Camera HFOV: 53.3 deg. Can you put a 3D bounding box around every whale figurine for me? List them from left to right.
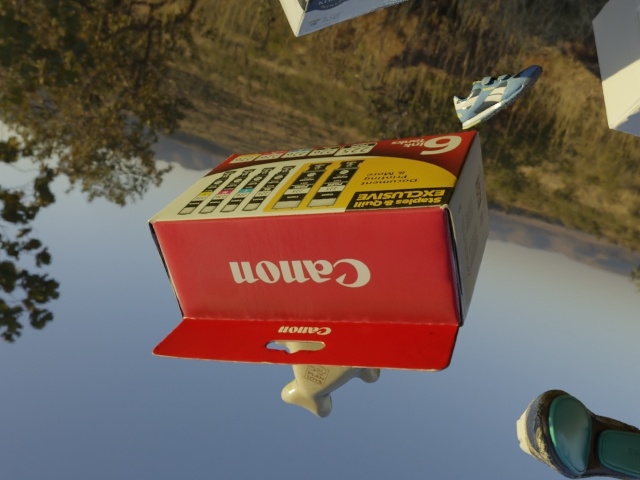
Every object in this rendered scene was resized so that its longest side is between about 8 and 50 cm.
[{"bbox_3d":[0.015,0.204,1.209,0.216,0.272,0.141,21,-153,6],"label":"whale figurine"}]

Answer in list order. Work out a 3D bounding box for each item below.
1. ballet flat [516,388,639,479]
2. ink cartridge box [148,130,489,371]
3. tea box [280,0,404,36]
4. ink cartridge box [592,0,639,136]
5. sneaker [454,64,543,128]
[{"bbox_3d":[0.542,0.432,1.381,0.483,0.164,0.182,26,158,-35],"label":"ballet flat"},{"bbox_3d":[0.000,0.000,0.662,0.310,0.130,0.272,-2,-154,22],"label":"ink cartridge box"},{"bbox_3d":[0.024,-0.498,0.793,0.220,0.328,0.323,-22,177,-12],"label":"tea box"},{"bbox_3d":[0.557,-0.236,0.885,0.306,0.226,0.131,12,149,-10],"label":"ink cartridge box"},{"bbox_3d":[0.264,-0.227,0.962,0.144,0.059,0.053,-32,174,32],"label":"sneaker"}]
